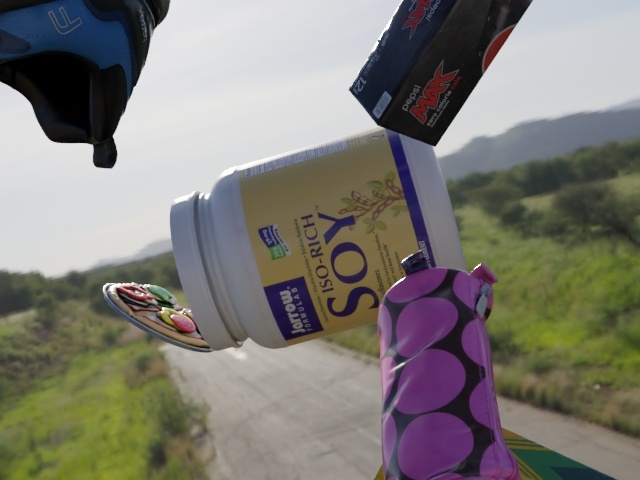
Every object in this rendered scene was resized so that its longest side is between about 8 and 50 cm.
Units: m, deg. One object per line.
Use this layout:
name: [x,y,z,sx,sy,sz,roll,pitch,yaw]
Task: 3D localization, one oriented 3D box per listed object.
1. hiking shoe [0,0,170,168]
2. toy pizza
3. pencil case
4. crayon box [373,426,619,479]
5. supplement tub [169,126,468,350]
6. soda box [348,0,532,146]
hiking shoe: [-0.193,-0.155,0.532,0.113,0.132,0.304,-8,-24,35]
toy pizza: [-0.240,0.110,1.550,0.201,0.032,0.201,28,7,-4]
pencil case: [0.088,0.108,0.689,0.098,0.095,0.209,-27,37,22]
crayon box: [0.233,0.356,1.379,0.319,0.202,0.081,25,35,3]
supplement tub: [0.000,0.000,1.274,0.332,0.241,0.241,-16,1,4]
soda box: [0.091,-0.150,0.677,0.060,0.053,0.169,15,-61,-36]
